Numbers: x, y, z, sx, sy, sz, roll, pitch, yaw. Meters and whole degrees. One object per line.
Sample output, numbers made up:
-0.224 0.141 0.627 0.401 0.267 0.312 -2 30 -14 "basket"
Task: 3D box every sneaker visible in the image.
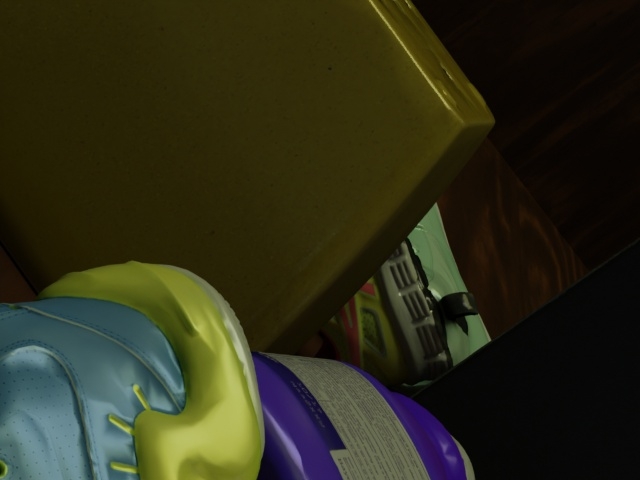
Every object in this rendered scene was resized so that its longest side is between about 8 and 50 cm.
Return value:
0.000 0.000 0.975 0.081 0.094 0.208 -93 163 -72 "sneaker"
0.031 -0.007 1.156 0.256 0.094 0.151 59 7 16 "sneaker"
-0.069 0.120 0.530 0.126 0.091 0.240 1 59 -33 "sneaker"

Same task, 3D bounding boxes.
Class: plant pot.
-0.039 -0.059 0.833 0.212 0.187 0.212 54 12 4 "plant pot"

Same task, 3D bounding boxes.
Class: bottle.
0.000 0.107 0.739 0.118 0.092 0.283 62 14 13 "bottle"

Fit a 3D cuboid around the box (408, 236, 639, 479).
0.222 0.125 1.047 0.182 0.296 0.294 59 14 23 "box"
